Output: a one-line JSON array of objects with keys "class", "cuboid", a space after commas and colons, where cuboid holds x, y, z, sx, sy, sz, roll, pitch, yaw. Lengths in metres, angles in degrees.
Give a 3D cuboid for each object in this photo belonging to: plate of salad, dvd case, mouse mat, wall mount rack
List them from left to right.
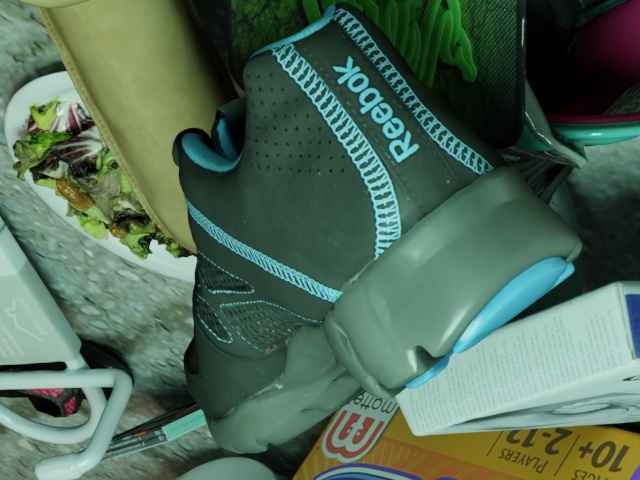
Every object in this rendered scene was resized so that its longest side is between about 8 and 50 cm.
[{"class": "wall mount rack", "cuboid": [-0.302, 0.058, 1.260, 0.304, 0.130, 0.350, -6, 131, 28]}, {"class": "plate of salad", "cuboid": [-0.096, -0.025, 1.121, 0.200, 0.048, 0.200, 17, 149, 10]}, {"class": "dvd case", "cuboid": [-0.106, 0.128, 1.333, 0.119, 0.087, 0.013, -20, 92, 49]}, {"class": "mouse mat", "cuboid": [0.018, -0.137, 0.784, 0.153, 0.007, 0.189, 14, 119, 34]}]

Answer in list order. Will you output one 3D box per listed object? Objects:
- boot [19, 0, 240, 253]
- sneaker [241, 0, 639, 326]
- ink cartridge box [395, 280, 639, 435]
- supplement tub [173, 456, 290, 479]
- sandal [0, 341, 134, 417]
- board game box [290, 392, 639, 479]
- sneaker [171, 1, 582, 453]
[{"class": "boot", "cuboid": [-0.082, -0.091, 0.871, 0.089, 0.236, 0.269, -23, 131, 1]}, {"class": "sneaker", "cuboid": [0.101, -0.056, 0.882, 0.178, 0.124, 0.295, 7, 145, 41]}, {"class": "ink cartridge box", "cuboid": [0.157, 0.067, 0.992, 0.223, 0.045, 0.224, 1, 165, -36]}, {"class": "supplement tub", "cuboid": [0.005, 0.332, 1.412, 0.241, 0.241, 0.331, -14, 133, 45]}, {"class": "sandal", "cuboid": [-0.205, 0.106, 1.397, 0.179, 0.040, 0.067, -6, 137, 39]}, {"class": "board game box", "cuboid": [0.143, 0.338, 1.132, 0.356, 0.356, 0.356, 43, 162, -29]}, {"class": "sneaker", "cuboid": [0.000, 0.000, 0.842, 0.139, 0.125, 0.341, 55, 158, 2]}]
